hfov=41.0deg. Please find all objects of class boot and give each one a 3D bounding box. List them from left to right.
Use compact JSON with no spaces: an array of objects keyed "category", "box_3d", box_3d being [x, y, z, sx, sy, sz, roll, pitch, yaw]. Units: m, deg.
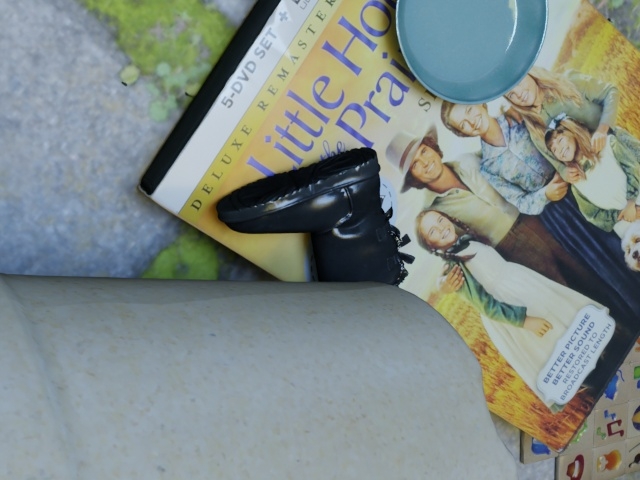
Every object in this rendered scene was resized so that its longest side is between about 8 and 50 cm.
[{"category":"boot","box_3d":[-0.001,0.000,0.576,0.121,0.045,0.099,-20,116,-11]}]

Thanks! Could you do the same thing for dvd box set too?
[{"category":"dvd box set","box_3d":[0.119,-0.054,0.664,0.420,0.062,0.308,34,89,-24]}]

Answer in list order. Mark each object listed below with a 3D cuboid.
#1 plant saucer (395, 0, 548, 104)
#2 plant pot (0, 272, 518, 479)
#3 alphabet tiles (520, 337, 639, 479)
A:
[{"category":"plant saucer","box_3d":[0.101,-0.154,0.588,0.119,0.021,0.120,-5,104,-21]},{"category":"plant pot","box_3d":[-0.077,0.148,0.463,0.305,0.333,0.334,-6,105,-34]},{"category":"alphabet tiles","box_3d":[0.275,0.118,0.806,0.198,0.009,0.237,-8,106,-21]}]
